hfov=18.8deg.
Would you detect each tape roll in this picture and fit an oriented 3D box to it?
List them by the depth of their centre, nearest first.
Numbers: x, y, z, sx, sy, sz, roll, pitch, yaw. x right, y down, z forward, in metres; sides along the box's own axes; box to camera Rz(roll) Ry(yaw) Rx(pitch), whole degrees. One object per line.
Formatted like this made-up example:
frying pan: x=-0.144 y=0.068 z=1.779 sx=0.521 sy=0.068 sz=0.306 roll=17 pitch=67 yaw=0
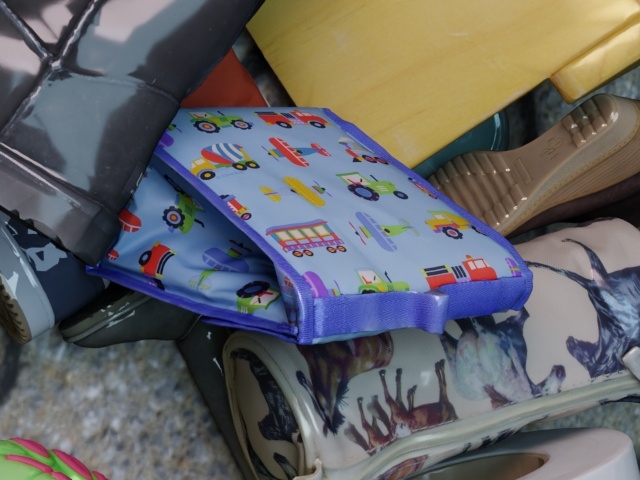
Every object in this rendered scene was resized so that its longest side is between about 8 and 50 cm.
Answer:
tape roll: x=0.123 y=0.237 z=1.563 sx=0.286 sy=0.286 sz=0.100 roll=-16 pitch=94 yaw=-23

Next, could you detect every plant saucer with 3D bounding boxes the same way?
plant saucer: x=0.120 y=-0.098 z=1.716 sx=0.119 sy=0.021 sz=0.119 roll=1 pitch=88 yaw=-22

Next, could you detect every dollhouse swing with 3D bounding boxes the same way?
dollhouse swing: x=0.127 y=-0.261 z=1.674 sx=0.347 sy=0.305 sz=0.315 roll=57 pitch=30 yaw=2

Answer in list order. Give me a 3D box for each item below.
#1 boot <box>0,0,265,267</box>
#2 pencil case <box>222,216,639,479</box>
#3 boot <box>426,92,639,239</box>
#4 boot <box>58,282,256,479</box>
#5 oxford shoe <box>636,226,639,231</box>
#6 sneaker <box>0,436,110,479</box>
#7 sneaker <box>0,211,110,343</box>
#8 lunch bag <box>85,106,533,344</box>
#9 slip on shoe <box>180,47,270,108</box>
boot: x=-0.195 y=-0.261 z=1.387 sx=0.367 sy=0.146 sz=0.445 roll=32 pitch=84 yaw=-5
pencil case: x=0.115 y=0.104 z=1.568 sx=0.410 sy=0.183 sz=0.160 roll=-16 pitch=123 yaw=-28
boot: x=0.216 y=-0.030 z=1.704 sx=0.207 sy=0.248 sz=0.090 roll=26 pitch=40 yaw=-51
boot: x=-0.095 y=0.114 z=1.596 sx=0.190 sy=0.076 sz=0.208 roll=-27 pitch=105 yaw=-22
oxford shoe: x=0.343 y=0.005 z=1.765 sx=0.097 sy=0.098 sz=0.271 roll=30 pitch=77 yaw=-19
sneaker: x=-0.129 y=0.352 z=1.532 sx=0.483 sy=0.185 sz=0.202 roll=40 pitch=92 yaw=-13
sneaker: x=-0.235 y=-0.076 z=1.522 sx=0.153 sy=0.099 sz=0.282 roll=-29 pitch=103 yaw=-20
lunch bag: x=0.000 y=0.000 z=1.441 sx=0.221 sy=0.293 sz=0.138 roll=-4 pitch=111 yaw=-39
slip on shoe: x=-0.127 y=-0.156 z=1.572 sx=0.123 sy=0.101 sz=0.331 roll=-38 pitch=103 yaw=-22
